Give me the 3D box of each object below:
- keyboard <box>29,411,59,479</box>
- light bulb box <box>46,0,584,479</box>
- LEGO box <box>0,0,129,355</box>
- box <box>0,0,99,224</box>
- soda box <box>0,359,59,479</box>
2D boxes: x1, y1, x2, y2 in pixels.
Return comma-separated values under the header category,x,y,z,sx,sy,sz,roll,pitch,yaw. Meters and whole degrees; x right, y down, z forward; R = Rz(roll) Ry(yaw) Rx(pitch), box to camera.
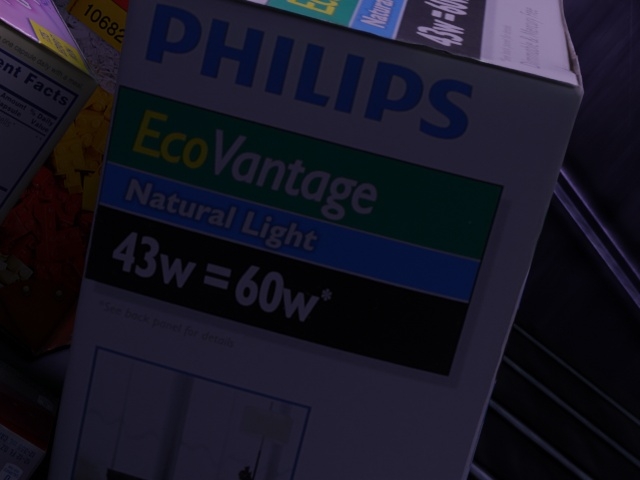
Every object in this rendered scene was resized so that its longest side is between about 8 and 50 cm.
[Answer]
category,x,y,z,sx,sy,sz,roll,pitch,yaw
keyboard,-0.154,0.154,0.986,0.192,0.038,0.100,24,40,-58
light bulb box,0.000,0.000,0.921,0.225,0.361,0.358,14,23,2
LEGO box,-0.128,-0.126,1.347,0.193,0.372,0.500,38,10,7
box,-0.270,-0.066,0.950,0.117,0.243,0.213,32,12,-29
soda box,-0.273,0.061,0.813,0.263,0.083,0.092,34,9,-11
